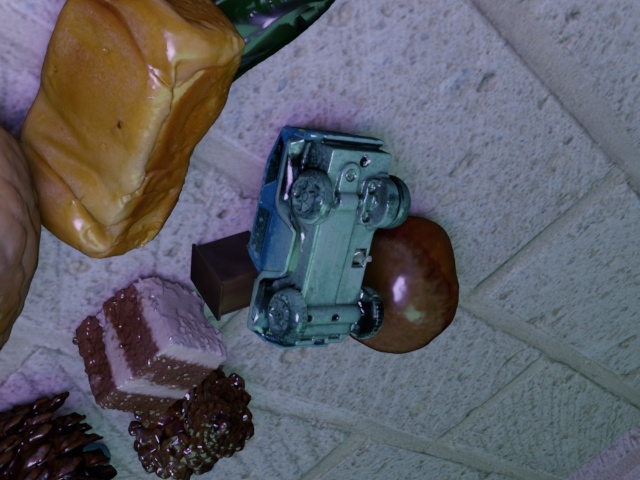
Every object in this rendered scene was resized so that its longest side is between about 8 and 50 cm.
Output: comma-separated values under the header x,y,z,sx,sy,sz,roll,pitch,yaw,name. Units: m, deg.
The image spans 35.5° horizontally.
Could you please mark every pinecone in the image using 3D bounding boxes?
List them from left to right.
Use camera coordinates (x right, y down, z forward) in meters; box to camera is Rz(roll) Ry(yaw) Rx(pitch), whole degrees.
x,y,z,sx,sy,sz,roll,pitch,yaw,name
-0.384,0.334,1.361,0.224,0.272,0.224,-44,176,-3,pinecone
-0.197,0.274,1.499,0.179,0.150,0.195,14,125,-47,pinecone

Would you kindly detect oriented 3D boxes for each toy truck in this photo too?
x,y,z,sx,sy,sz,roll,pitch,yaw,name
0.000,0.000,1.253,0.155,0.156,0.279,1,109,-39,toy truck

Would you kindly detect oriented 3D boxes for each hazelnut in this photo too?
x,y,z,sx,sy,sz,roll,pitch,yaw,name
0.126,0.070,1.471,0.210,0.186,0.210,-14,124,-21,hazelnut

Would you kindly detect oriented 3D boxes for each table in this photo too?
x,y,z,sx,sy,sz,roll,pitch,yaw,name
-0.118,0.044,1.337,0.082,0.083,0.070,-19,141,-26,table

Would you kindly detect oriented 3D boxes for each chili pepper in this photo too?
x,y,z,sx,sy,sz,roll,pitch,yaw,name
-0.064,-0.231,1.056,0.216,0.062,0.108,-35,146,1,chili pepper

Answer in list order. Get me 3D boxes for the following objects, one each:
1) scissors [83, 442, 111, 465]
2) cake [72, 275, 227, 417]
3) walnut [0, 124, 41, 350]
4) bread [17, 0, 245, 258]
x,y,z,sx,sy,sz,roll,pitch,yaw,name
-0.497,0.402,1.509,0.393,0.032,0.180,-11,138,-34,scissors
-0.224,0.138,1.322,0.147,0.135,0.134,-42,145,22,cake
-0.403,0.009,0.924,0.277,0.252,0.313,1,132,-21,walnut
-0.200,-0.128,0.991,0.132,0.167,0.294,-24,151,-55,bread
